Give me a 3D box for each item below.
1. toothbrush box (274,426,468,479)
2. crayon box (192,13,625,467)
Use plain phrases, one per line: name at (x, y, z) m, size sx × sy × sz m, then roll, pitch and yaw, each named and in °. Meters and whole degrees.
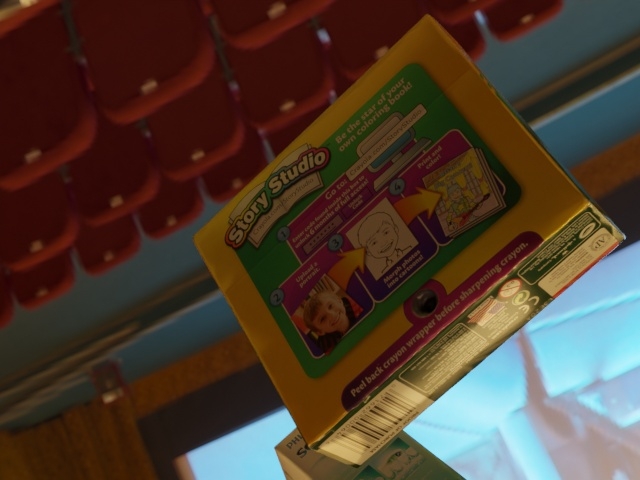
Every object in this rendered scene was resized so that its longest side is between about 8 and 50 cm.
toothbrush box at (0.100, 0.344, 1.505) m, size 0.126 × 0.295 × 0.216 m, roll -40°, pitch 141°, yaw -21°
crayon box at (0.075, -0.003, 1.318) m, size 0.363 × 0.313 × 0.106 m, roll -42°, pitch 141°, yaw 12°
